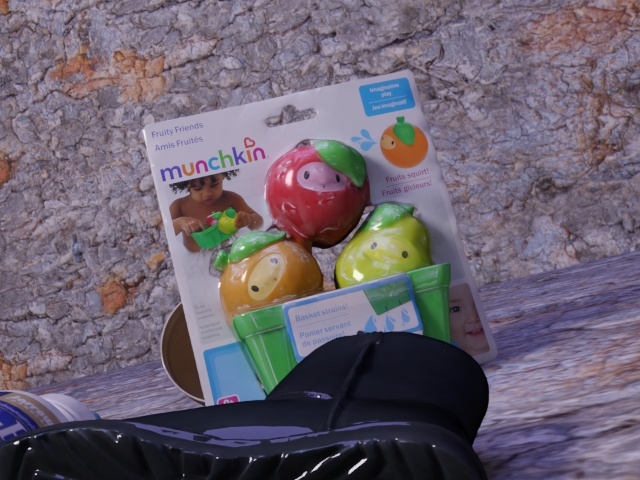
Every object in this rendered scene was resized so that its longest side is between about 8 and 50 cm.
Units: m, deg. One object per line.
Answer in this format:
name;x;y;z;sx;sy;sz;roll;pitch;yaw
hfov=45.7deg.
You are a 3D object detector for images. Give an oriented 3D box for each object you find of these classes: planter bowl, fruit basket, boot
planter bowl;-0.117;0.150;0.988;0.162;0.162;0.109;-14;-29;-6
fruit basket;0.000;0.000;0.834;0.326;0.353;0.165;-13;-4;-8
boot;-0.029;0.114;0.412;0.246;0.094;0.207;-8;2;10

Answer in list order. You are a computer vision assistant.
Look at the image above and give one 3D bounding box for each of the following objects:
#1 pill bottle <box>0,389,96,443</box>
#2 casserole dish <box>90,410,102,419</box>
pill bottle;-0.228;0.162;0.514;0.111;0.112;0.186;-14;-3;11
casserole dish;-0.381;0.269;1.057;0.188;0.037;0.114;-17;-5;37
